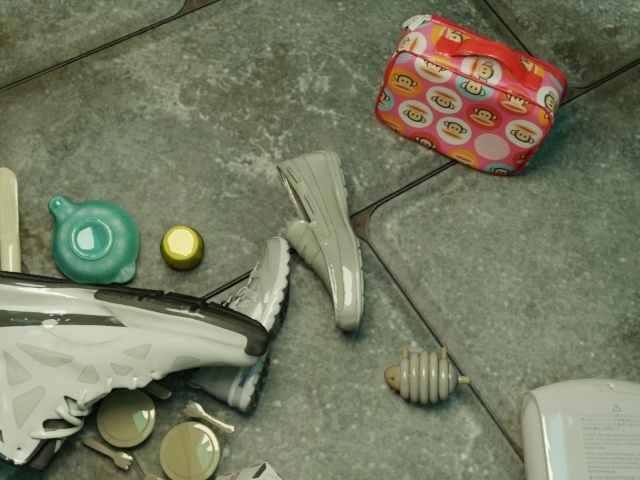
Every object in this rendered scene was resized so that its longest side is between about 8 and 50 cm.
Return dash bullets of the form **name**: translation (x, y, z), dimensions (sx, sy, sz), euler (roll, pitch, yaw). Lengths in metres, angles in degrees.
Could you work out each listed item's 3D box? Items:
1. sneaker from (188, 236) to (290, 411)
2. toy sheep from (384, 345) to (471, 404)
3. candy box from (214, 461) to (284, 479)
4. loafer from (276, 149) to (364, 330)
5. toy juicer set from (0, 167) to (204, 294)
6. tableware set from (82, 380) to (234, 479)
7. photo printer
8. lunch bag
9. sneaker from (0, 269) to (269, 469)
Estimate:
- **sneaker**: translation (-0.116, 0.110, 1.360), dimensions (0.115, 0.105, 0.281), euler (14, 61, 5)
- **toy sheep**: translation (0.162, 0.206, 1.367), dimensions (0.132, 0.091, 0.091), euler (-3, 64, 11)
- **candy box**: translation (-0.137, 0.392, 1.168), dimensions (0.070, 0.165, 0.196), euler (46, 56, -6)
- **loafer**: translation (0.000, 0.000, 1.432), dimensions (0.111, 0.112, 0.320), euler (-9, 59, -7)
- **toy juicer set**: translation (-0.358, 0.037, 1.379), dimensions (0.328, 0.089, 0.209), euler (17, 81, -4)
- **tableware set**: translation (-0.231, 0.281, 1.300), dimensions (0.194, 0.039, 0.128), euler (27, 76, 11)
- **photo printer**: translation (0.427, 0.355, 1.323), dimensions (0.255, 0.107, 0.308), euler (2, 64, -8)
- **lunch bag**: translation (0.247, -0.245, 1.495), dimensions (0.293, 0.258, 0.120), euler (25, 64, 3)
- **sneaker**: translation (-0.303, 0.193, 1.257), dimensions (0.447, 0.169, 0.258), euler (8, 90, 3)
